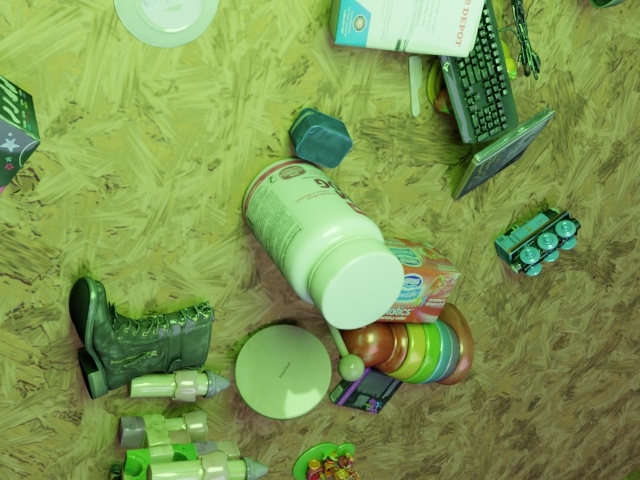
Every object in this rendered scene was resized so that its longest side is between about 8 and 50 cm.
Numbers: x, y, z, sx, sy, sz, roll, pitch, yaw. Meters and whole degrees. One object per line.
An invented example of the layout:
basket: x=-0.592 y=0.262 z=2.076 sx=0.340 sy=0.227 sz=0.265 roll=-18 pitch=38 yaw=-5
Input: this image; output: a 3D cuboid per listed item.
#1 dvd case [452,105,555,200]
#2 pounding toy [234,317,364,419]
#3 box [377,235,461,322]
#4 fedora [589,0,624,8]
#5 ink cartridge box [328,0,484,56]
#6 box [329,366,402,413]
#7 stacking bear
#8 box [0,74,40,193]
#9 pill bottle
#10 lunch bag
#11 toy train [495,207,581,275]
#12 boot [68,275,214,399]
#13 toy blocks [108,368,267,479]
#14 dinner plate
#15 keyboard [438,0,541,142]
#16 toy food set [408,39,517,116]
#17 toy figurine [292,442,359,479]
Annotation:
dvd case: x=0.334 y=-0.155 z=1.201 sx=0.164 sy=0.018 sz=0.221 roll=-33 pitch=167 yaw=-7
pounding toy: x=-0.051 y=0.256 z=1.266 sx=0.236 sy=0.183 sz=0.110 roll=-27 pitch=157 yaw=-17
box: x=0.127 y=0.073 z=1.248 sx=0.256 sy=0.123 sz=0.128 roll=7 pitch=117 yaw=-35
fedora: x=0.467 y=-0.513 z=1.001 sx=0.124 sy=0.244 sz=0.276 roll=19 pitch=124 yaw=-8
ink cartridge box: x=0.124 y=-0.354 z=0.921 sx=0.203 sy=0.086 sz=0.148 roll=3 pitch=121 yaw=-10
box: x=0.112 y=0.343 z=1.500 sx=0.162 sy=0.029 sz=0.116 roll=26 pitch=107 yaw=-40
stacking bear: x=0.169 y=0.220 z=1.367 sx=0.288 sy=0.164 sz=0.175 roll=12 pitch=115 yaw=-32
box: x=-0.462 y=-0.090 z=0.742 sx=0.247 sy=0.163 sz=0.142 roll=-48 pitch=129 yaw=7
pill bottle: x=0.000 y=0.000 z=1.007 sx=0.160 sy=0.283 sz=0.160 roll=-17 pitch=129 yaw=-21
lunch bag: x=0.003 y=-0.167 z=1.038 sx=0.098 sy=0.065 sz=0.067 roll=19 pitch=126 yaw=-33
toy train: x=0.480 y=-0.003 z=1.422 sx=0.184 sy=0.105 sz=0.080 roll=-36 pitch=142 yaw=-3
boot: x=-0.289 y=0.143 z=1.083 sx=0.228 sy=0.091 sz=0.263 roll=-15 pitch=133 yaw=-29
toy blocks: x=-0.223 y=0.425 z=1.174 sx=0.260 sy=0.288 sz=0.309 roll=5 pitch=116 yaw=-28
dinner plate: x=-0.197 y=-0.320 z=0.840 sx=0.141 sy=0.017 sz=0.141 roll=-15 pitch=128 yaw=-20
keyboard: x=0.274 y=-0.329 z=1.044 sx=0.201 sy=0.033 sz=0.317 roll=-30 pitch=115 yaw=-19
toy food set: x=0.260 y=-0.272 z=1.116 sx=0.217 sy=0.071 sz=0.128 roll=-18 pitch=129 yaw=-20
toy figurine: x=0.044 y=0.583 z=1.542 sx=0.173 sy=0.159 sz=0.130 roll=-8 pitch=126 yaw=-27
